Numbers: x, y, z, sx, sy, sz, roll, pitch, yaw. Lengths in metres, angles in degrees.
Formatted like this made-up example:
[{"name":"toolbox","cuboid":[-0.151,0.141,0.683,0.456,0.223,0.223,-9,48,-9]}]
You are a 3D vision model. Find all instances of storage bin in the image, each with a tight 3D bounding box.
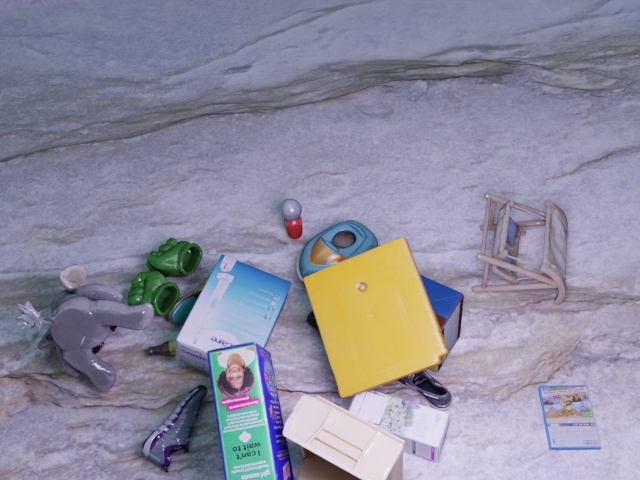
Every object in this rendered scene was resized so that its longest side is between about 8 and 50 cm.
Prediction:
[{"name":"storage bin","cuboid":[0.052,0.498,1.598,0.260,0.262,0.123,23,55,24]}]

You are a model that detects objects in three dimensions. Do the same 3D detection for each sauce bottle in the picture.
[{"name":"sauce bottle","cuboid":[-0.411,0.296,1.969,0.128,0.042,0.042,-7,49,-2]}]

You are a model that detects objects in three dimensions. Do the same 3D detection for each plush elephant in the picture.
[{"name":"plush elephant","cuboid":[-0.651,0.216,1.957,0.330,0.272,0.255,23,8,-15]}]

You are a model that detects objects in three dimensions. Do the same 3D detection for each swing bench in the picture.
[{"name":"swing bench","cuboid":[0.573,0.019,2.008,0.255,0.165,0.253,7,51,12]}]

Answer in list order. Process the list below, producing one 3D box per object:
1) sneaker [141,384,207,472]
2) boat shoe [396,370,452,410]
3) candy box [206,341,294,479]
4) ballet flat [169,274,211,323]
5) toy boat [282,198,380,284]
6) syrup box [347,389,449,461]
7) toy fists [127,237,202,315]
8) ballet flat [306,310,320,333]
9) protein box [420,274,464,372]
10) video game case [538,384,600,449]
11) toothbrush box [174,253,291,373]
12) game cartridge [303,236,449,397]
[{"name":"sneaker","cuboid":[-0.346,0.474,1.804,0.098,0.083,0.223,38,66,8]},{"name":"boat shoe","cuboid":[0.252,0.351,1.828,0.075,0.065,0.206,-39,56,-23]},{"name":"candy box","cuboid":[-0.157,0.410,1.629,0.122,0.268,0.317,-13,75,1]},{"name":"ballet flat","cuboid":[-0.359,0.168,2.068,0.206,0.073,0.067,-35,28,-25]},{"name":"toy boat","cuboid":[0.000,0.000,2.102,0.267,0.148,0.318,-39,56,-23]},{"name":"syrup box","cuboid":[0.187,0.446,1.735,0.237,0.096,0.093,14,54,17]},{"name":"toy fists","cuboid":[-0.469,0.105,2.092,0.142,0.096,0.279,-3,47,34]},{"name":"ballet flat","cuboid":[0.020,0.261,1.955,0.057,0.049,0.173,10,34,-45]},{"name":"protein box","cuboid":[0.252,0.205,1.862,0.200,0.201,0.136,24,57,25]},{"name":"video game case","cuboid":[0.609,0.433,1.750,0.119,0.015,0.166,-2,50,6]},{"name":"toothbrush box","cuboid":[-0.233,0.216,1.928,0.216,0.126,0.295,21,53,1]},{"name":"game cartridge","cuboid":[0.133,0.189,1.756,0.285,0.053,0.323,-23,71,13]}]
